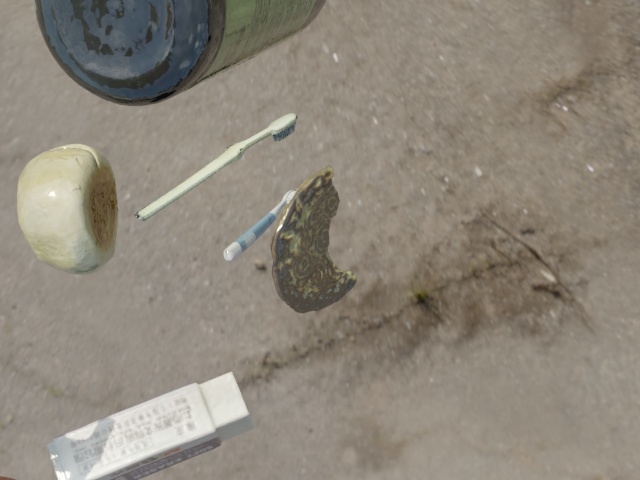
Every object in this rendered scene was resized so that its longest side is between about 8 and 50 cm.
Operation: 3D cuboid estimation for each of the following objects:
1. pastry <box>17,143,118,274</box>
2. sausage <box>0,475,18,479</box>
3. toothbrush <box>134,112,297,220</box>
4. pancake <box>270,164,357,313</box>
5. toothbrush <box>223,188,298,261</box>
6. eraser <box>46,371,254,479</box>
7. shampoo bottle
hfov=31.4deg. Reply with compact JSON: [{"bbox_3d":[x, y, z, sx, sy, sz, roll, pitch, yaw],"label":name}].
[{"bbox_3d":[-0.293,-0.036,1.336,0.092,0.156,0.156,-5,109,16],"label":"pastry"},{"bbox_3d":[-0.247,0.162,0.698,0.147,0.030,0.035,-2,140,8],"label":"sausage"},{"bbox_3d":[-0.141,-0.106,1.591,0.294,0.026,0.028,-33,132,-29],"label":"toothbrush"},{"bbox_3d":[0.000,0.000,1.415,0.020,0.184,0.190,22,102,38],"label":"pancake"},{"bbox_3d":[-0.074,-0.026,1.592,0.025,0.275,0.019,-7,107,21],"label":"toothbrush"},{"bbox_3d":[-0.239,0.280,1.628,0.279,0.124,0.081,-21,71,-8],"label":"eraser"},{"bbox_3d":[-0.054,-0.159,0.682,0.101,0.284,0.101,8,112,19],"label":"shampoo bottle"}]
